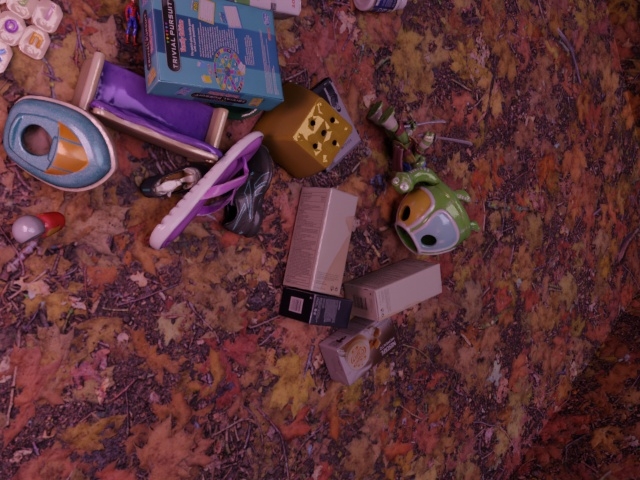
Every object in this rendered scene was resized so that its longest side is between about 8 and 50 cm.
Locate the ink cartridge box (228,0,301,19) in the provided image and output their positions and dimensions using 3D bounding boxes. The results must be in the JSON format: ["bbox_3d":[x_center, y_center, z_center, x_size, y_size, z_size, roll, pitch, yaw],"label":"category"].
[{"bbox_3d":[-0.168,-0.709,1.778,0.220,0.093,0.160,-4,97,-39],"label":"ink cartridge box"}]

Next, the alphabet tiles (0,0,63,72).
[{"bbox_3d":[-0.716,-0.520,1.397,0.284,0.021,0.277,27,78,-37],"label":"alphabet tiles"}]

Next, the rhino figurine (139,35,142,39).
[{"bbox_3d":[-0.389,-0.571,1.627,0.106,0.073,0.243,24,81,-42],"label":"rhino figurine"}]

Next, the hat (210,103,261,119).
[{"bbox_3d":[-0.202,-0.439,1.822,0.209,0.183,0.172,-22,101,9],"label":"hat"}]

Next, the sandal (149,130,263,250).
[{"bbox_3d":[-0.278,-0.116,1.700,0.102,0.169,0.416,43,77,-4],"label":"sandal"}]

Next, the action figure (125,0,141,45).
[{"bbox_3d":[-0.465,-0.544,1.596,0.038,0.030,0.115,-1,93,-34],"label":"action figure"}]

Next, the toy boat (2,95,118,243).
[{"bbox_3d":[-0.590,-0.146,1.415,0.148,0.268,0.318,-51,159,-75],"label":"toy boat"}]

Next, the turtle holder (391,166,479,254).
[{"bbox_3d":[0.372,-0.088,2.180,0.228,0.243,0.320,-36,145,-10],"label":"turtle holder"}]

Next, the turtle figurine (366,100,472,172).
[{"bbox_3d":[0.307,-0.375,2.139,0.266,0.275,0.197,36,38,-32],"label":"turtle figurine"}]

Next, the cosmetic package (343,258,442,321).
[{"bbox_3d":[0.245,0.160,2.162,0.310,0.160,0.113,-17,106,-36],"label":"cosmetic package"}]

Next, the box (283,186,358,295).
[{"bbox_3d":[0.000,0.000,1.955,0.121,0.148,0.310,14,87,-40],"label":"box"}]

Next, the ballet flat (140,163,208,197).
[{"bbox_3d":[-0.368,-0.153,1.687,0.203,0.074,0.074,-22,108,-36],"label":"ballet flat"}]

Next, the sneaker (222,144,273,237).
[{"bbox_3d":[-0.205,-0.143,1.802,0.106,0.101,0.267,11,87,-37],"label":"sneaker"}]

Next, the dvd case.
[{"bbox_3d":[0.019,-0.359,2.007,0.179,0.030,0.238,-44,120,-27],"label":"dvd case"}]

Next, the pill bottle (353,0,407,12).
[{"bbox_3d":[0.196,-0.779,2.067,0.170,0.094,0.094,-11,101,-38],"label":"pill bottle"}]

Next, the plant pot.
[{"bbox_3d":[-0.036,-0.310,1.839,0.212,0.187,0.212,38,79,-31],"label":"plant pot"}]

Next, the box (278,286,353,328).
[{"bbox_3d":[-0.014,0.203,1.954,0.158,0.156,0.093,12,87,-40],"label":"box"}]

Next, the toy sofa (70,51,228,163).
[{"bbox_3d":[-0.403,-0.315,1.574,0.363,0.177,0.150,19,83,-38],"label":"toy sofa"}]

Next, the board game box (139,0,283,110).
[{"bbox_3d":[-0.265,-0.470,1.591,0.336,0.079,0.253,0,77,-35],"label":"board game box"}]

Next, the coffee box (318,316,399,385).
[{"bbox_3d":[0.130,0.343,2.122,0.247,0.098,0.141,-31,113,-33],"label":"coffee box"}]
